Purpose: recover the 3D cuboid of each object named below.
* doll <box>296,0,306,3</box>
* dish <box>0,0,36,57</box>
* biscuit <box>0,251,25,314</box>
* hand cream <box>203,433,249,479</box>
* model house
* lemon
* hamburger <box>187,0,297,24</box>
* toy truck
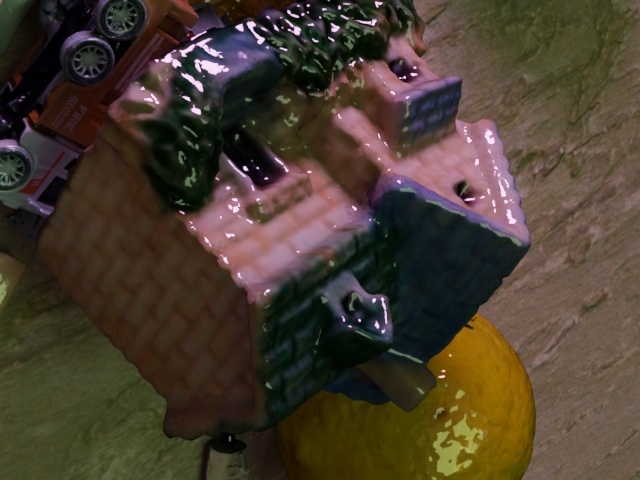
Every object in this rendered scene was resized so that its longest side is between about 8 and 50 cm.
[{"bbox_3d":[0.019,-0.294,1.700,0.182,0.117,0.257,-42,124,-49],"label":"doll"},{"bbox_3d":[-0.308,-0.309,1.407,0.077,0.151,0.212,39,77,-2],"label":"dish"},{"bbox_3d":[-0.401,0.095,1.490,0.056,0.052,0.188,32,80,-26],"label":"biscuit"},{"bbox_3d":[-0.131,0.374,1.821,0.075,0.052,0.248,-3,112,-17],"label":"hand cream"},{"bbox_3d":[0.000,0.000,1.443,0.445,0.400,0.395,-28,164,-50],"label":"model house"},{"bbox_3d":[0.110,0.252,1.782,0.350,0.350,0.387,48,53,-39],"label":"lemon"},{"bbox_3d":[-0.123,-0.269,1.564,0.237,0.149,0.237,-12,110,-37],"label":"hamburger"},{"bbox_3d":[-0.250,-0.142,1.442,0.184,0.133,0.338,30,105,-37],"label":"toy truck"}]
